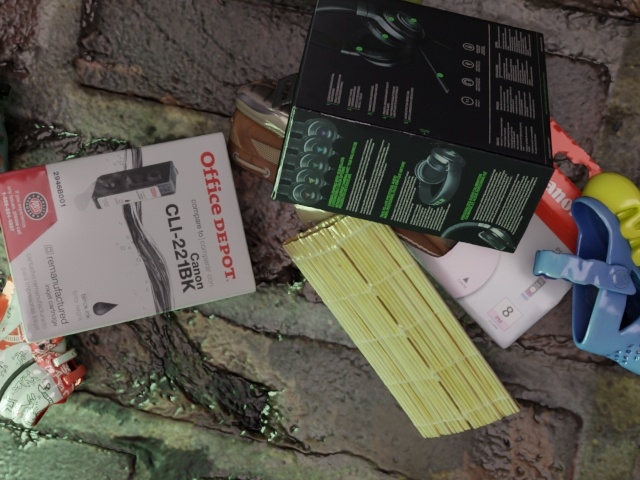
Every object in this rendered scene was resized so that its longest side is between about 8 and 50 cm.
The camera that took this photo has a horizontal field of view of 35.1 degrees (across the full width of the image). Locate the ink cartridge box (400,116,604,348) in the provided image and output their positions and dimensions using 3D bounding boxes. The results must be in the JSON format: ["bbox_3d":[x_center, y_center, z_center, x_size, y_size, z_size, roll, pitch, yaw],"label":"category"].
[{"bbox_3d":[0.239,-0.015,1.212,0.232,0.066,0.189,-44,87,13],"label":"ink cartridge box"}]

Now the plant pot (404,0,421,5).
[{"bbox_3d":[0.077,-0.280,1.208,0.079,0.083,0.083,-26,90,-4],"label":"plant pot"}]

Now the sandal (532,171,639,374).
[{"bbox_3d":[0.344,0.089,1.150,0.138,0.126,0.317,-29,90,-10],"label":"sandal"}]

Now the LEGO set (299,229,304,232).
[{"bbox_3d":[-0.003,0.000,1.266,0.054,0.023,0.083,33,111,7],"label":"LEGO set"}]

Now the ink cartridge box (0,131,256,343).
[{"bbox_3d":[-0.230,-0.006,1.202,0.273,0.114,0.196,-13,93,-15],"label":"ink cartridge box"}]

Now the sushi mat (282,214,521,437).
[{"bbox_3d":[0.094,0.100,1.185,0.151,0.019,0.316,-25,108,38],"label":"sushi mat"}]

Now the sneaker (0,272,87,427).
[{"bbox_3d":[-0.344,0.110,1.291,0.145,0.090,0.270,34,96,-2],"label":"sneaker"}]

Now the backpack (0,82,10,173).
[{"bbox_3d":[-0.456,-0.111,1.249,0.152,0.115,0.182,-2,125,0],"label":"backpack"}]

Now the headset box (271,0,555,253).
[{"bbox_3d":[0.091,-0.139,1.092,0.283,0.246,0.131,12,134,-4],"label":"headset box"}]

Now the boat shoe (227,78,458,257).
[{"bbox_3d":[0.023,-0.070,1.201,0.324,0.123,0.116,36,116,20],"label":"boat shoe"}]
